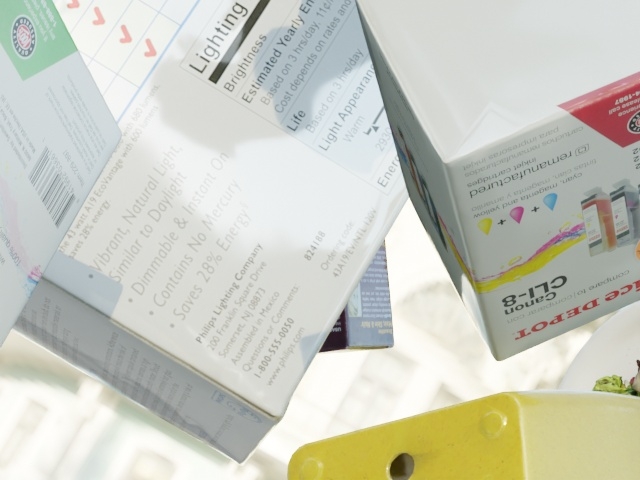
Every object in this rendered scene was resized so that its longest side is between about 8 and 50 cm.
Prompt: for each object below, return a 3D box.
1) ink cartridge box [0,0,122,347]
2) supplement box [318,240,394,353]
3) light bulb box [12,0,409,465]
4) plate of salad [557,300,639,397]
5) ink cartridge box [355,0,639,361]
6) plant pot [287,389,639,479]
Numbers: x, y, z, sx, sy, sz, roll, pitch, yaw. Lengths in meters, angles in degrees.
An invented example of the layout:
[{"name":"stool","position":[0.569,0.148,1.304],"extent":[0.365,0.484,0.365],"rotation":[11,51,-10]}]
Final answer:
[{"name":"ink cartridge box","position":[-0.205,-0.026,0.889],"extent":[0.093,0.212,0.154],"rotation":[10,-32,23]},{"name":"supplement box","position":[0.000,0.000,1.457],"extent":[0.080,0.188,0.104],"rotation":[-6,-4,24]},{"name":"light bulb box","position":[-0.111,-0.090,1.257],"extent":[0.361,0.358,0.225],"rotation":[31,-19,0]},{"name":"plate of salad","position":[0.219,0.126,1.191],"extent":[0.048,0.200,0.200],"rotation":[23,-9,-36]},{"name":"ink cartridge box","position":[0.109,-0.052,0.879],"extent":[0.176,0.128,0.127],"rotation":[69,-3,-53]},{"name":"plant pot","position":[0.092,0.189,0.941],"extent":[0.212,0.212,0.187],"rotation":[-18,-30,29]}]
